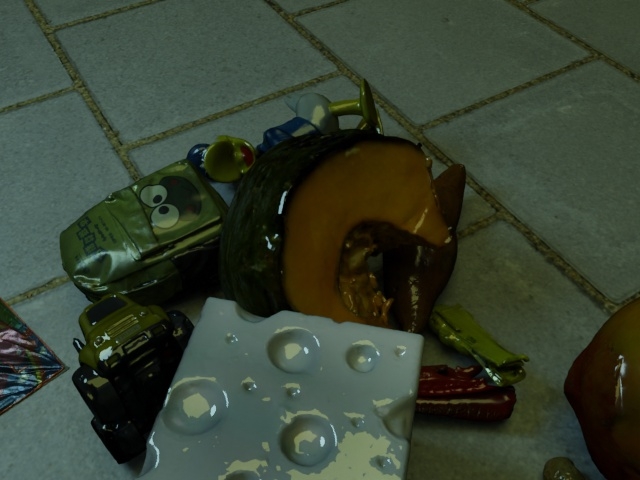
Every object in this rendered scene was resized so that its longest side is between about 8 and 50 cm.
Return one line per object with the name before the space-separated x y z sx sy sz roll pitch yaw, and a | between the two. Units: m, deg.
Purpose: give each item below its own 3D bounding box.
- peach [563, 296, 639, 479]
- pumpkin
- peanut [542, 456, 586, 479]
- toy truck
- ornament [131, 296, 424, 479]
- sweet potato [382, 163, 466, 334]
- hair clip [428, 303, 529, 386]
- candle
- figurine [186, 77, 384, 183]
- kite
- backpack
peach | 0.464 0.172 0.719 0.372 0.290 0.373 -3 47 4
pumpkin | 0.000 0.000 0.867 0.303 0.256 0.225 -54 21 -24
peanut | 0.285 0.303 0.764 0.053 0.054 0.113 4 45 5
toy truck | -0.232 0.146 0.800 0.147 0.224 0.165 -34 62 -25
ornament | -0.032 0.239 0.698 0.239 0.240 0.239 9 49 8
sweet potato | 0.150 0.009 0.994 0.112 0.112 0.359 10 47 9
hair clip | 0.209 0.134 0.898 0.072 0.046 0.173 -8 25 -28
candle | 0.102 0.198 0.853 0.301 0.059 0.084 0 26 -2
figurine | -0.067 -0.124 1.114 0.338 0.205 0.284 -4 54 14
kite | -0.466 0.171 0.916 0.233 0.016 0.321 -2 48 0
backpack | -0.254 0.003 0.990 0.253 0.140 0.207 -29 54 -15
